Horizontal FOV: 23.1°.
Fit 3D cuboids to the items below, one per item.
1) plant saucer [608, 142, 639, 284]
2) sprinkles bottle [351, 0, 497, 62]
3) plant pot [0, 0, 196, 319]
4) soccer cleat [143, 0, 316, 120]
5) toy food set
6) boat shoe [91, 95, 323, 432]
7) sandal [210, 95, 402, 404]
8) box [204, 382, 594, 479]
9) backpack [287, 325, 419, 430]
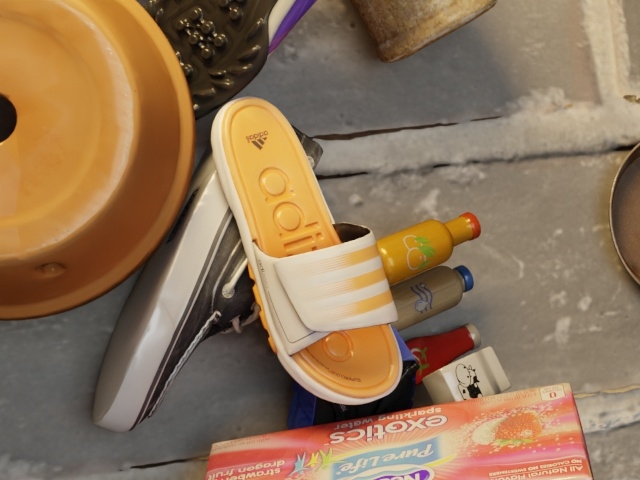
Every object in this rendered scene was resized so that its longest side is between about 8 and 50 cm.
[{"bbox_3d":[0.342,-0.021,1.499,0.169,0.029,0.168,2,84,-23],"label":"plant saucer"},{"bbox_3d":[0.021,-0.332,1.343,0.121,0.121,0.355,-32,98,-22],"label":"sprinkles bottle"},{"bbox_3d":[-0.230,-0.082,1.135,0.291,0.203,0.290,0,90,-8],"label":"plant pot"},{"bbox_3d":[-0.040,-0.211,1.268,0.108,0.116,0.318,47,113,10],"label":"soccer cleat"},{"bbox_3d":[0.121,0.099,1.347,0.105,0.111,0.232,-22,81,-25],"label":"toy food set"},{"bbox_3d":[-0.086,0.031,1.281,0.102,0.108,0.301,30,67,-16],"label":"boat shoe"},{"bbox_3d":[-0.009,0.003,1.220,0.102,0.076,0.265,-22,85,-30],"label":"sandal"},{"bbox_3d":[0.065,0.228,1.211,0.300,0.154,0.142,-10,112,7],"label":"box"},{"bbox_3d":[0.023,0.132,1.317,0.098,0.101,0.120,-2,118,-17],"label":"backpack"}]
